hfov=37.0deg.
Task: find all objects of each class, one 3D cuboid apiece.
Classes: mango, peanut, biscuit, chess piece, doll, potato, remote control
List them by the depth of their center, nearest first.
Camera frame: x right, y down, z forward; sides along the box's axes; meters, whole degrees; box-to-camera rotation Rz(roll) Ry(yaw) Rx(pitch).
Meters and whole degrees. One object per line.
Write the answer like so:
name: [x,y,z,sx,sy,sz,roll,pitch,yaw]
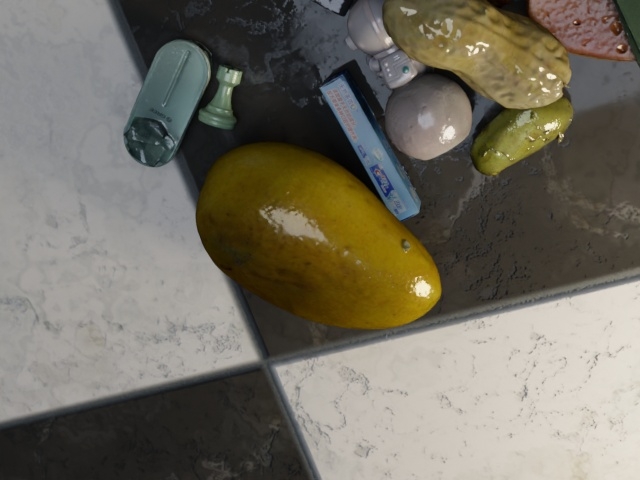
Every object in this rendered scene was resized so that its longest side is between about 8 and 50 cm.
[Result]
peanut: [0.235,-0.298,1.450,0.313,0.149,0.149,18,117,-22]
biscuit: [0.452,-0.415,1.464,0.262,0.052,0.277,5,115,7]
doll: [0.134,-0.273,1.543,0.151,0.151,0.287,-25,102,20]
potato: [0.323,-0.178,1.574,0.105,0.085,0.188,34,120,-27]
mango: [0.000,0.000,1.627,0.445,0.220,0.301,22,130,3]
chess piece: [-0.168,-0.250,1.658,0.067,0.067,0.103,18,106,4]
remote control: [-0.268,-0.240,1.684,0.104,0.052,0.247,30,115,0]

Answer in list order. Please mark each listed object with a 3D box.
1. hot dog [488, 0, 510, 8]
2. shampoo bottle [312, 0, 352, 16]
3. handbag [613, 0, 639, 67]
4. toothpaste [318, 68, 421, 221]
hot dog: [0.192,-0.422,1.458,0.227,0.099,0.160,12,144,-22]
shampoo bottle: [0.064,-0.511,1.492,0.098,0.071,0.309,28,115,0]
handbag: [0.560,-0.361,1.389,0.248,0.079,0.260,-26,114,18]
toothpaste: [0.087,-0.160,1.636,0.053,0.066,0.272,-25,106,19]
